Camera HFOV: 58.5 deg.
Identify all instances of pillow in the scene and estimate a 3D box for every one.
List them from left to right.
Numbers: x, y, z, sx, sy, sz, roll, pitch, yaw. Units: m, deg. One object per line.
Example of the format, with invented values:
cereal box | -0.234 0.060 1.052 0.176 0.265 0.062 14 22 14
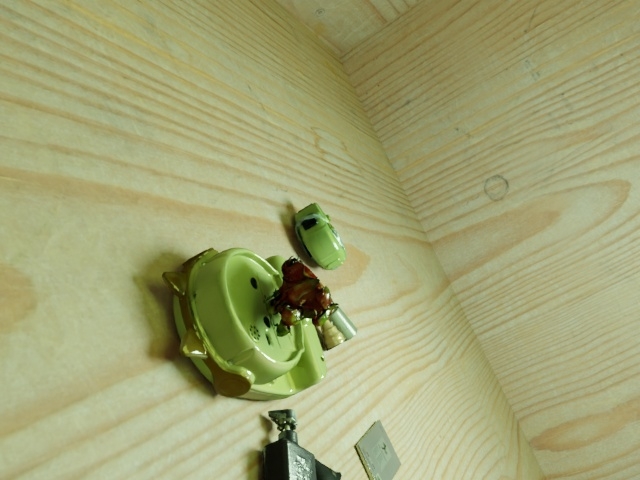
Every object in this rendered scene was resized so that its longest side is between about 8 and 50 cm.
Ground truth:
pillow | 0.013 0.483 1.063 0.090 0.048 0.150 57 15 -35

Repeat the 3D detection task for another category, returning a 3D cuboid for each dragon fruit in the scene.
dragon fruit | -0.038 0.097 1.026 0.138 0.142 0.175 40 48 15

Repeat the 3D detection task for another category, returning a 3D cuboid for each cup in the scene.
cup | 0.044 0.224 1.492 0.083 0.075 0.054 54 -16 -11

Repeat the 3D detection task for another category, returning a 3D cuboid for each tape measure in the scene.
tape measure | 0.000 0.000 1.586 0.200 0.106 0.175 61 6 -6

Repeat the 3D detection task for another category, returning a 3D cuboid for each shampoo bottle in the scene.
shampoo bottle | -0.047 0.427 0.955 0.098 0.071 0.309 44 26 -37

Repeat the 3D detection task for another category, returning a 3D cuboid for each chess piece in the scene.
chess piece | -0.001 0.184 1.414 0.172 0.060 0.060 61 20 5

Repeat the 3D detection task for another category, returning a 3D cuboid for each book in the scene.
book | 0.141 0.517 1.373 0.127 0.014 0.182 64 21 8

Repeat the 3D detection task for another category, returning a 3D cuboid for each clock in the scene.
clock | -0.138 0.142 1.046 0.348 0.117 0.286 23 42 -59
